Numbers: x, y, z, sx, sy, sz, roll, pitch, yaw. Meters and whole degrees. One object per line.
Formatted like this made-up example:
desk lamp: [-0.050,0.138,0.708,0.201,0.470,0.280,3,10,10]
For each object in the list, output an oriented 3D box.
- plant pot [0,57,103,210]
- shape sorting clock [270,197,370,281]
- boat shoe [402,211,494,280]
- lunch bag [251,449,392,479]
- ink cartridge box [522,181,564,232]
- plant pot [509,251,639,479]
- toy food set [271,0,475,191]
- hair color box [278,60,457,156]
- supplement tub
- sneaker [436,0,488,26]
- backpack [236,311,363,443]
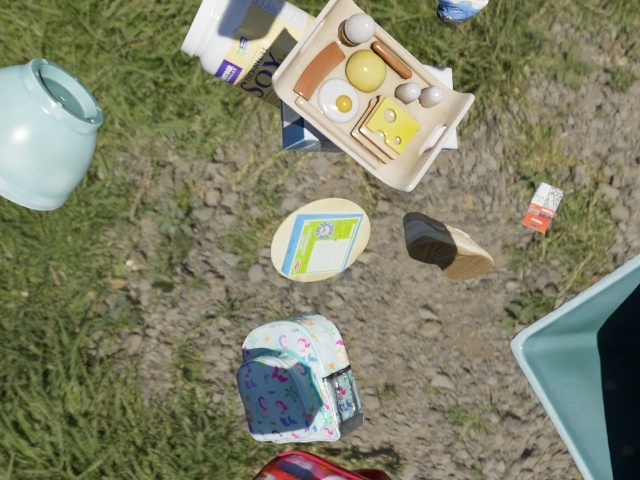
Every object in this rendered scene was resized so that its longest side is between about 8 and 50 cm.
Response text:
plant pot: [-0.563,-0.234,1.451,0.196,0.293,0.293,-40,65,15]
shape sorting clock: [0.000,0.000,1.431,0.206,0.206,0.040,-33,48,1]
boat shoe: [0.329,0.011,1.848,0.122,0.341,0.110,-33,55,27]
lunch bag: [0.006,0.378,0.883,0.293,0.120,0.258,7,37,48]
ink cartridge box: [0.552,-0.082,1.811,0.063,0.029,0.115,25,73,14]
plant pot: [0.432,0.157,0.855,0.247,0.252,0.247,-44,60,35]
toy food set: [0.095,-0.256,1.229,0.306,0.092,0.219,38,77,-16]
hair color box: [0.096,-0.260,1.434,0.348,0.105,0.173,0,85,-28]
supplement tub: [-0.146,-0.476,1.771,0.332,0.241,0.240,24,75,-16]
sneaker: [0.239,-0.455,1.400,0.152,0.084,0.058,1,65,-31]
backpack: [-0.051,0.277,1.465,0.225,0.191,0.253,-15,84,41]
